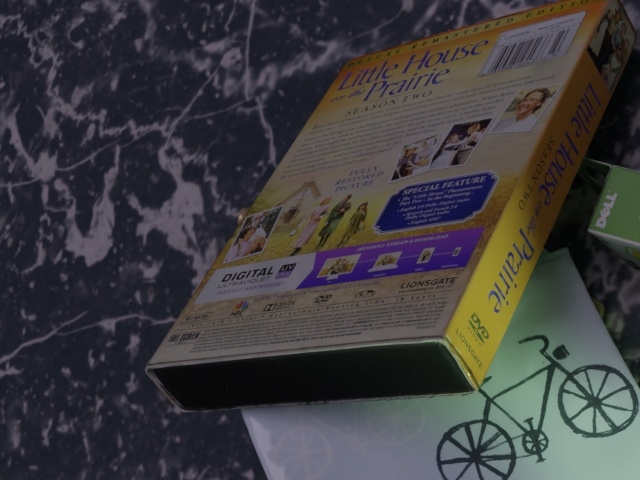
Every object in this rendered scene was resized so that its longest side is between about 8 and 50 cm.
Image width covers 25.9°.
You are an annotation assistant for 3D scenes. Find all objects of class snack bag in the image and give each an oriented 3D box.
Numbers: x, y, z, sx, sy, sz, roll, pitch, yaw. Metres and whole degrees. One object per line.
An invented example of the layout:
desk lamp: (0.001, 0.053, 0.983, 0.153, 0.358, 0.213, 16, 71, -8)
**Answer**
snack bag: (0.123, 0.205, 1.097, 0.323, 0.037, 0.343, -23, 67, -5)

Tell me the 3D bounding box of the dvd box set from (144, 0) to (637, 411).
dvd box set: (0.067, -0.036, 1.168, 0.307, 0.062, 0.420, -10, 37, 39)

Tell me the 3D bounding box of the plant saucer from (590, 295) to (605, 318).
plant saucer: (0.136, 0.107, 1.223, 0.188, 0.045, 0.188, 28, 84, 37)

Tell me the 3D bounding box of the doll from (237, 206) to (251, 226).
doll: (0.000, 0.000, 1.359, 0.189, 0.046, 0.129, 7, 79, 35)

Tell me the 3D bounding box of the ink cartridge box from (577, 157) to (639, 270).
ink cartridge box: (0.289, -0.007, 1.131, 0.209, 0.109, 0.062, 18, 83, 36)
